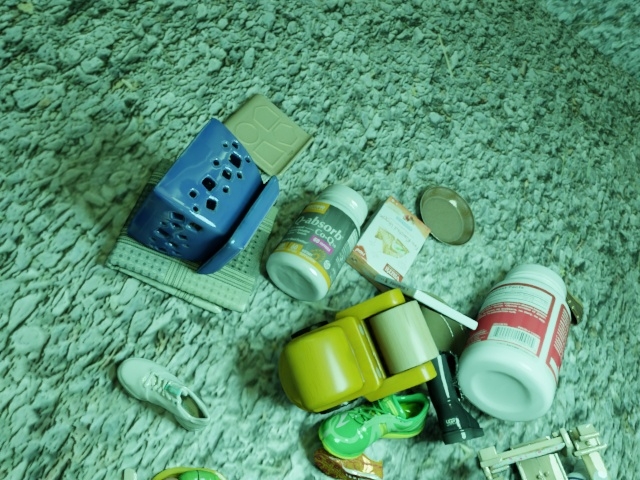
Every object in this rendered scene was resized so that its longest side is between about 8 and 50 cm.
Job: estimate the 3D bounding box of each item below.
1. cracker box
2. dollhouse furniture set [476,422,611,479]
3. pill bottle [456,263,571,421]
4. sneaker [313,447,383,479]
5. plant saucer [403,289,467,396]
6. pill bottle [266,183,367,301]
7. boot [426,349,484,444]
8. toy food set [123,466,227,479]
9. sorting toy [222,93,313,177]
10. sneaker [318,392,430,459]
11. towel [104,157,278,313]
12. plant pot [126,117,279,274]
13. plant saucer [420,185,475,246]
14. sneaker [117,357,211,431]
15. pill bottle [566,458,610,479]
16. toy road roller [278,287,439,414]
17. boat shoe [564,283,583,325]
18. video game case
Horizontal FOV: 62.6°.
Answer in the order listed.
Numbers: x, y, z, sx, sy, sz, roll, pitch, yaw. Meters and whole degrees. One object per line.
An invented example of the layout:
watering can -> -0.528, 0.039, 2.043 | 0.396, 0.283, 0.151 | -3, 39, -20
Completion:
cracker box -> 0.184, 0.009, 1.432 | 0.155, 0.067, 0.232 | 40, 57, -5
dollhouse furniture set -> 0.529, 0.527, 1.182 | 0.303, 0.355, 0.174 | -20, 63, 9
pill bottle -> 0.521, 0.247, 1.380 | 0.229, 0.229, 0.408 | 44, 47, -2
sneaker -> 0.060, 0.492, 1.167 | 0.175, 0.064, 0.067 | 28, 38, -19
plant saucer -> 0.266, 0.266, 1.373 | 0.277, 0.041, 0.278 | 11, 63, -22
pill bottle -> 0.000, 0.000, 1.288 | 0.162, 0.162, 0.278 | 37, 57, -7
boot -> 0.311, 0.371, 1.255 | 0.246, 0.094, 0.207 | 40, 35, -62
toy food set -> -0.262, 0.495, 0.989 | 0.217, 0.071, 0.128 | 12, 63, -21
sorting toy -> -0.147, -0.281, 1.421 | 0.208, 0.038, 0.193 | 37, 57, -1
sneaker -> 0.123, 0.396, 1.182 | 0.295, 0.123, 0.109 | -5, 38, -33
towel -> -0.281, -0.008, 1.229 | 0.324, 0.056, 0.312 | 24, 57, -13
plant pot -> -0.236, -0.075, 1.116 | 0.212, 0.236, 0.236 | 37, 54, -13
plant saucer -> 0.374, -0.069, 1.580 | 0.198, 0.036, 0.199 | 11, 63, -23
sneaker -> -0.303, 0.297, 1.045 | 0.212, 0.094, 0.080 | 36, 58, -7
pill bottle -> 0.676, 0.667, 1.352 | 0.112, 0.112, 0.187 | 44, 56, -2
toy road roller -> 0.066, 0.247, 1.110 | 0.203, 0.329, 0.240 | 68, 15, 13
boat shoe -> 0.732, 0.178, 1.624 | 0.207, 0.073, 0.073 | 40, 55, -5
video game case -> 0.252, 0.146, 1.277 | 0.201, 0.183, 0.023 | 28, 87, -25
